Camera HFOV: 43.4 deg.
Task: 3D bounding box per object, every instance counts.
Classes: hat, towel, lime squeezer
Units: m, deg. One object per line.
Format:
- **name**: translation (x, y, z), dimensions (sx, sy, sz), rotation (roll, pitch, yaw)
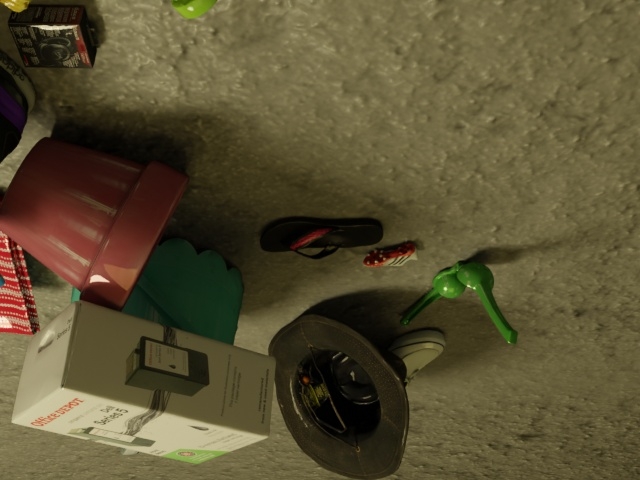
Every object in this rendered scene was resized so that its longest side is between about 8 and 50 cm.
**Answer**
- **hat**: translation (0.062, 0.251, 1.379), dimensions (0.134, 0.331, 0.331), rotation (-21, 162, -40)
- **towel**: translation (-0.531, 0.039, 1.176), dimensions (0.199, 0.031, 0.274), rotation (3, 130, -1)
- **lime squeezer**: translation (0.214, 0.087, 1.222), dimensions (0.059, 0.109, 0.310), rotation (-2, 180, -23)

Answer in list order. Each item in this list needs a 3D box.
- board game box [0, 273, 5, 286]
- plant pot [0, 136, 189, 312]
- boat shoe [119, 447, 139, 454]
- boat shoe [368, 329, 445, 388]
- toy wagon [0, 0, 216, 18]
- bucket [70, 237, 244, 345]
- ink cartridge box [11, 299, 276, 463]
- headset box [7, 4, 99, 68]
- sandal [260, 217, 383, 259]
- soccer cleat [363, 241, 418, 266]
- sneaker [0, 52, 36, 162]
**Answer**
- **board game box**: translation (-0.504, -0.092, 0.837), dimensions (0.308, 0.086, 0.302), rotation (36, 156, 27)
- **plant pot**: translation (-0.287, -0.031, 0.999), dimensions (0.180, 0.201, 0.201), rotation (28, 140, -10)
- **boat shoe**: translation (-0.345, 0.376, 1.665), dimensions (0.094, 0.109, 0.302), rotation (0, 157, -26)
- **boat shoe**: translation (0.141, 0.236, 1.449), dimensions (0.083, 0.075, 0.226), rotation (23, 140, -28)
- **toy wagon**: translation (-0.170, -0.310, 0.687), dimensions (0.344, 0.068, 0.267), rotation (-20, 140, 28)
- **bucket**: translation (-0.254, 0.138, 1.228), dimensions (0.281, 0.183, 0.281), rotation (0, 147, 0)
- **ink cartridge box**: translation (-0.225, 0.191, 1.030), dimensions (0.273, 0.114, 0.198), rotation (21, 146, -29)
- **headset box**: translation (-0.279, -0.216, 0.854), dimensions (0.083, 0.032, 0.062), rotation (0, 146, 1)
- **sandal**: translation (0.000, 0.000, 1.146), dimensions (0.179, 0.040, 0.067), rotation (-3, 145, 7)
- **soccer cleat**: translation (0.105, 0.027, 1.193), dimensions (0.083, 0.029, 0.035), rotation (-18, 137, 18)
- **sneaker**: translation (-0.425, -0.175, 0.819), dimensions (0.102, 0.146, 0.293), rotation (-22, 139, 29)
